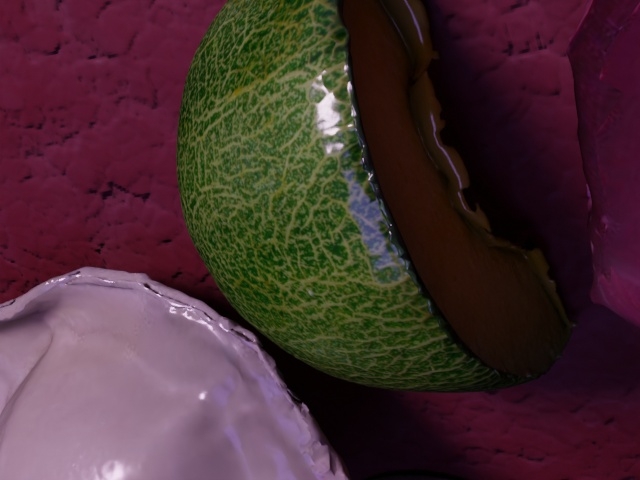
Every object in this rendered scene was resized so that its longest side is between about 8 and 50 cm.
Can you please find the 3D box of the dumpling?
[{"bbox_3d":[-0.141,0.149,0.696,0.341,0.181,0.260,-11,103,63],"label":"dumpling"}]

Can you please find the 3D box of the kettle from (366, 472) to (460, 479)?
[{"bbox_3d":[0.058,0.313,0.686,0.161,0.236,0.221,3,127,19],"label":"kettle"}]

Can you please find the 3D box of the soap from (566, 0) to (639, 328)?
[{"bbox_3d":[0.214,-0.088,0.381,0.220,0.127,0.325,22,131,2],"label":"soap"}]

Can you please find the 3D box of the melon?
[{"bbox_3d":[0.000,0.000,0.537,0.169,0.129,0.265,-15,121,34],"label":"melon"}]
